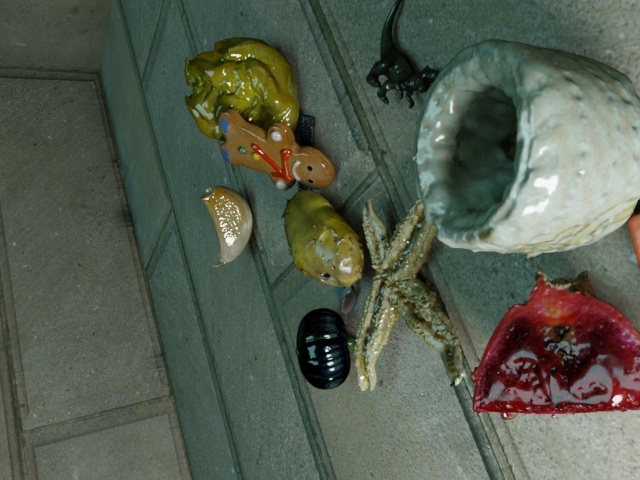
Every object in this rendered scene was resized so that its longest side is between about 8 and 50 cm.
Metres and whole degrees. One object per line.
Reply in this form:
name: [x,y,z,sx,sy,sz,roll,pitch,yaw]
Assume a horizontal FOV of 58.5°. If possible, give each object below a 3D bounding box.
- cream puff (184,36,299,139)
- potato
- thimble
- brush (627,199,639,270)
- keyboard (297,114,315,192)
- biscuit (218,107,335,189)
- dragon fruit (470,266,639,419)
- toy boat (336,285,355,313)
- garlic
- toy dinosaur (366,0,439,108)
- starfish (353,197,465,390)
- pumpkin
cream puff: [-0.222,-0.364,1.509,0.291,0.257,0.325,42,130,53]
potato: [0.000,0.000,1.314,0.300,0.140,0.173,51,132,47]
thimble: [0.265,-0.112,0.771,0.291,0.195,0.292,-179,90,-68]
brush: [0.438,0.062,0.696,0.070,0.051,0.324,-19,77,52]
keyboard: [-0.037,-0.214,1.455,0.061,0.013,0.205,27,119,55]
biscuit: [-0.114,-0.205,1.388,0.323,0.049,0.206,24,145,13]
dragon fruit: [0.351,0.142,0.793,0.261,0.134,0.212,-14,71,43]
toy boat: [0.047,0.107,1.370,0.122,0.034,0.096,-115,28,-43]
garlic: [-0.291,-0.050,1.767,0.145,0.164,0.245,-3,99,42]
toy dinosaur: [0.175,-0.343,1.080,0.187,0.087,0.179,36,90,32]
starfish: [0.172,0.119,1.105,0.323,0.082,0.433,8,97,54]
pumpkin: [0.007,0.252,1.340,0.194,0.149,0.194,25,120,54]
